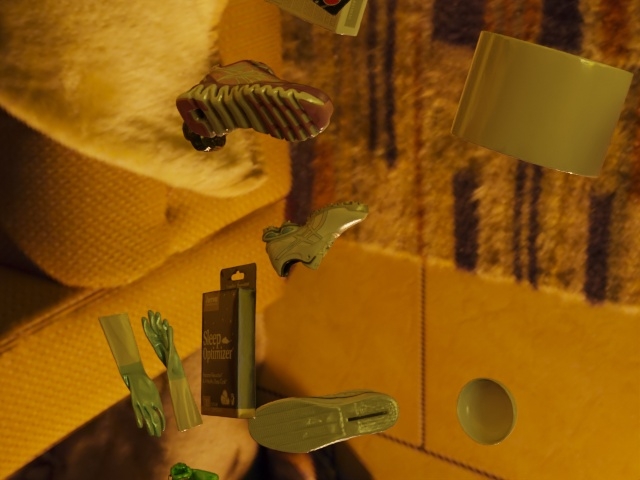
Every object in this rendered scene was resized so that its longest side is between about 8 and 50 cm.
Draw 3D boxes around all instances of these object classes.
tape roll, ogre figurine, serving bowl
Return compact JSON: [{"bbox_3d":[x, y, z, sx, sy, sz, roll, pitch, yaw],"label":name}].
[{"bbox_3d":[0.341,-0.212,1.643,0.246,0.246,0.169,22,103,30],"label":"tape roll"},{"bbox_3d":[-0.195,0.486,1.902,0.096,0.118,0.197,-18,130,17],"label":"ogre figurine"},{"bbox_3d":[0.210,0.210,1.309,0.083,0.027,0.083,0,90,41],"label":"serving bowl"}]

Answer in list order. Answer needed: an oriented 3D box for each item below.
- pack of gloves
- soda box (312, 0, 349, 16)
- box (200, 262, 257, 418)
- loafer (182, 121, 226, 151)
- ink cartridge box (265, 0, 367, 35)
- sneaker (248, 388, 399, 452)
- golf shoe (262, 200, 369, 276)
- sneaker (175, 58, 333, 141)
[{"bbox_3d":[-0.284,0.228,1.874,0.046,0.195,0.232,-25,81,22],"label":"pack of gloves"},{"bbox_3d":[0.002,-0.400,1.517,0.053,0.060,0.169,-41,42,27],"label":"soda box"},{"bbox_3d":[-0.137,0.149,1.572,0.136,0.036,0.225,-13,74,60],"label":"box"},{"bbox_3d":[-0.212,-0.198,1.912,0.078,0.223,0.076,-17,105,9],"label":"loafer"},{"bbox_3d":[-0.005,-0.440,1.667,0.224,0.056,0.181,34,114,42],"label":"ink cartridge box"},{"bbox_3d":[0.004,0.306,1.800,0.091,0.258,0.094,156,111,-81],"label":"sneaker"},{"bbox_3d":[0.000,0.000,1.569,0.176,0.069,0.086,-22,70,25],"label":"golf shoe"},{"bbox_3d":[-0.082,-0.201,1.441,0.236,0.105,0.095,7,141,32],"label":"sneaker"}]
